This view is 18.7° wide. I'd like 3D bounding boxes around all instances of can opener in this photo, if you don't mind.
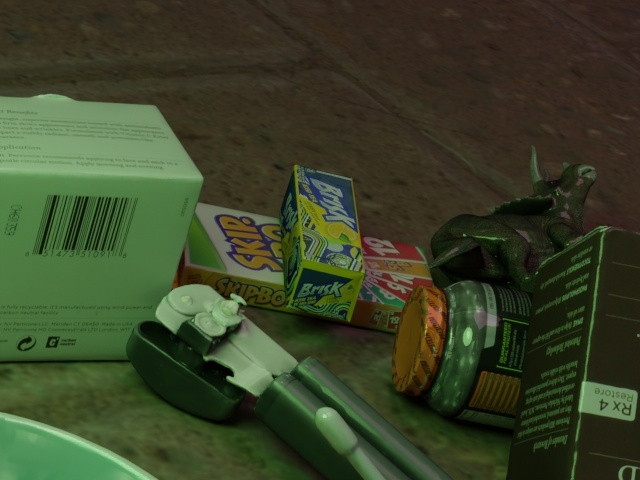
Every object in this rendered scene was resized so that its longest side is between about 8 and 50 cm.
[{"bbox_3d":[-0.021,0.133,1.491,0.280,0.093,0.074,36,33,16],"label":"can opener"}]

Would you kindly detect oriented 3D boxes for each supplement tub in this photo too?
[{"bbox_3d":[0.162,0.099,1.617,0.190,0.117,0.117,13,27,-12],"label":"supplement tub"}]

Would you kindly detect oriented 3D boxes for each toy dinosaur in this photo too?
[{"bbox_3d":[0.176,0.017,1.819,0.160,0.121,0.313,23,29,37],"label":"toy dinosaur"}]

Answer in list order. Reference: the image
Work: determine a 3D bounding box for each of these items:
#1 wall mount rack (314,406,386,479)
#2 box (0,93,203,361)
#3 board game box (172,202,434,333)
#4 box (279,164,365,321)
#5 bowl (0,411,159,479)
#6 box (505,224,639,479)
[{"bbox_3d":[0.119,0.253,1.287,0.304,0.130,0.350,15,26,-1],"label":"wall mount rack"},{"bbox_3d":[-0.212,-0.008,1.518,0.181,0.182,0.119,1,33,-29],"label":"box"},{"bbox_3d":[-0.024,0.024,1.741,0.259,0.039,0.124,9,28,-11],"label":"board game box"},{"bbox_3d":[0.000,0.000,1.701,0.059,0.054,0.169,13,28,-11],"label":"box"},{"bbox_3d":[-0.207,0.242,1.068,0.311,0.163,0.311,14,28,-8],"label":"bowl"},{"bbox_3d":[0.253,0.114,1.484,0.168,0.203,0.167,11,-13,-9],"label":"box"}]
